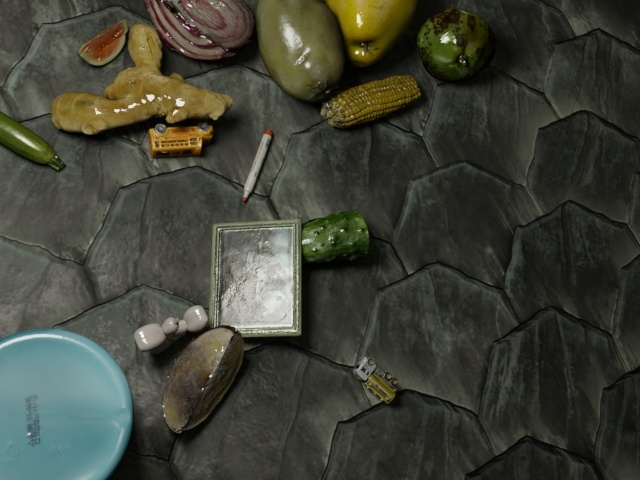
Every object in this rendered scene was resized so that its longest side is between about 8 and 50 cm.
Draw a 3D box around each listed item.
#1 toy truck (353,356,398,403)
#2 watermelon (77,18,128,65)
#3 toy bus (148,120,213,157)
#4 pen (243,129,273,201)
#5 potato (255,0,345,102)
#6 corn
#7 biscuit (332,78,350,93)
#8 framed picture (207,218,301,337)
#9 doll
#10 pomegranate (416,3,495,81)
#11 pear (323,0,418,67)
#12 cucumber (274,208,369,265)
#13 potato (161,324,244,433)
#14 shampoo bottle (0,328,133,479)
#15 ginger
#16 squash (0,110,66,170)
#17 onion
[{"bbox_3d":[0.138,0.346,1.720,0.123,0.052,0.063,40,71,-3],"label":"toy truck"},{"bbox_3d":[-0.554,-0.495,1.780,0.163,0.087,0.069,-47,121,-23],"label":"watermelon"},{"bbox_3d":[-0.351,-0.253,1.758,0.162,0.069,0.074,-6,75,-18],"label":"toy bus"},{"bbox_3d":[-0.167,-0.196,1.822,0.026,0.026,0.218,21,68,-10],"label":"pen"},{"bbox_3d":[-0.056,-0.526,1.849,0.220,0.243,0.327,-21,91,-13],"label":"potato"},{"bbox_3d":[0.143,-0.390,1.940,0.317,0.115,0.115,-21,79,-22],"label":"corn"},{"bbox_3d":[0.046,-0.427,1.970,0.092,0.016,0.082,-38,91,-23],"label":"biscuit"},{"bbox_3d":[-0.160,0.089,1.681,0.232,0.019,0.296,-4,71,7],"label":"framed picture"},{"bbox_3d":[-0.333,0.202,1.577,0.160,0.161,0.059,-28,78,-5],"label":"doll"},{"bbox_3d":[0.404,-0.602,2.035,0.222,0.204,0.277,30,67,-26],"label":"pomegranate"},{"bbox_3d":[0.147,-0.652,1.937,0.284,0.285,0.337,-7,82,-19],"label":"pear"},{"bbox_3d":[0.000,0.003,1.757,0.244,0.134,0.134,-8,75,-16],"label":"cucumber"},{"bbox_3d":[-0.269,0.312,1.600,0.120,0.100,0.261,23,78,33],"label":"potato"},{"bbox_3d":[-0.534,0.358,1.347,0.331,0.343,0.331,5,71,-15],"label":"shampoo bottle"},{"bbox_3d":[-0.439,-0.348,1.696,0.348,0.122,0.363,33,60,17],"label":"ginger"},{"bbox_3d":[-0.723,-0.247,1.642,0.252,0.066,0.066,32,66,-5],"label":"squash"},{"bbox_3d":[-0.319,-0.595,1.857,0.314,0.146,0.280,34,41,-4],"label":"onion"}]
